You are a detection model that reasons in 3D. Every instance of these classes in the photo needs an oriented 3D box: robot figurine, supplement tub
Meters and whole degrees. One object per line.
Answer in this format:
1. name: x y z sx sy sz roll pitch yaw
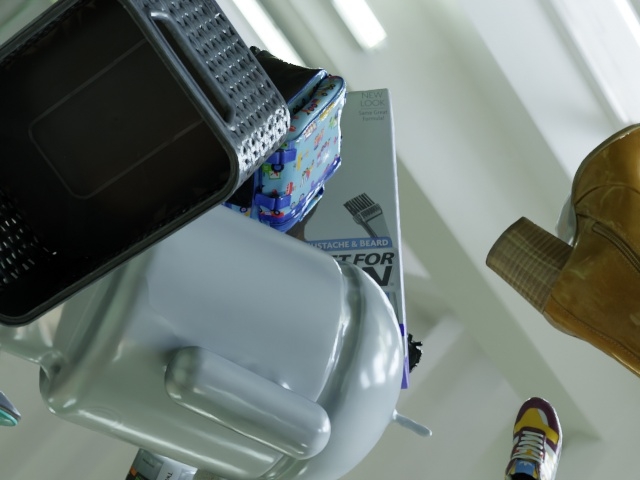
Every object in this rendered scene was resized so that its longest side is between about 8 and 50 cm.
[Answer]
1. robot figurine: -0.082 0.079 0.994 0.199 0.354 0.300 -61 -159 11
2. supplement tub: -0.281 0.438 2.079 0.190 0.117 0.117 -65 -151 4

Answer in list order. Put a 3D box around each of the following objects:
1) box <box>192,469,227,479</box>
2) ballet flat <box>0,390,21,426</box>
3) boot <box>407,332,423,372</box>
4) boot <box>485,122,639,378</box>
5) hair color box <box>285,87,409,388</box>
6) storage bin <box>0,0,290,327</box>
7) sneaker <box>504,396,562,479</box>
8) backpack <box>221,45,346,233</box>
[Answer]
1. box: -0.095 0.327 1.305 0.113 0.094 0.275 -57 -166 34
2. ballet flat: -0.510 0.200 1.742 0.074 0.203 0.074 -162 -90 -75
3. boot: 0.066 0.153 1.639 0.121 0.099 0.045 -47 -171 1
4. boot: 0.320 0.013 1.219 0.211 0.104 0.295 37 -129 22
5. hair color box: 0.000 0.000 1.423 0.185 0.110 0.338 -4 -118 4
6. storage bin: -0.122 -0.051 0.652 0.180 0.122 0.084 -31 -170 25
7. sneaker: 0.287 0.297 1.695 0.070 0.084 0.185 -1 -112 18
8. backpack: -0.053 -0.064 1.128 0.117 0.173 0.158 20 -142 17
